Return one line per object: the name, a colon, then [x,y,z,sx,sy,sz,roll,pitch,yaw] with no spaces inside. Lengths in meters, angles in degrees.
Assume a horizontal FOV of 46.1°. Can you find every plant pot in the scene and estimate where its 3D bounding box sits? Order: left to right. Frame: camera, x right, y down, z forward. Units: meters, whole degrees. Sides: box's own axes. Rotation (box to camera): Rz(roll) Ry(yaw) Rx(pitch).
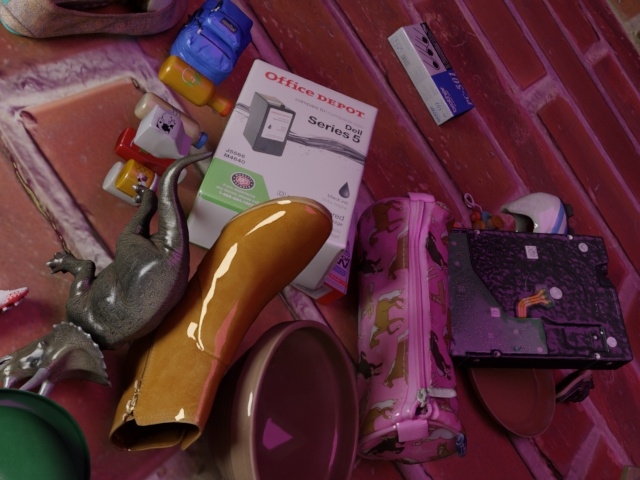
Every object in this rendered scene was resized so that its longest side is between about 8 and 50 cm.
plant pot: [-0.055,0.212,0.874,0.237,0.109,0.237,13,75,-58]
plant pot: [0.326,0.228,1.314,0.236,0.032,0.236,23,52,-33]

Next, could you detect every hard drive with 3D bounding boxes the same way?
hard drive: [0.338,0.099,1.270,0.339,0.064,0.237,3,62,-13]

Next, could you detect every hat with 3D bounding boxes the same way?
hat: [-0.239,0.226,0.628,0.208,0.183,0.173,27,73,-33]

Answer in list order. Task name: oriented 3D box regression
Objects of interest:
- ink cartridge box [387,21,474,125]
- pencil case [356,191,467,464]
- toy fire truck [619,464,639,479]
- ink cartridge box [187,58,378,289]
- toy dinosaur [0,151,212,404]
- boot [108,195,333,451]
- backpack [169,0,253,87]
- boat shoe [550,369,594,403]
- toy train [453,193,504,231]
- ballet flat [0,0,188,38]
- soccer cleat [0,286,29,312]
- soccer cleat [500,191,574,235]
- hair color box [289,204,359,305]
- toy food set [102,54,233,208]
ink cartridge box: [0.227,-0.343,1.537,0.097,0.046,0.207,-27,88,-47]
pencil case: [0.124,0.118,1.079,0.160,0.167,0.386,35,45,-39]
toy fire truck: [0.473,0.498,1.228,0.217,0.158,0.246,30,37,-27]
ink cartridge box: [-0.048,-0.097,1.040,0.198,0.115,0.273,21,51,-8]
toy dinosaur: [-0.197,0.045,0.791,0.121,0.313,0.160,42,12,-50]
boot: [-0.103,0.098,0.781,0.104,0.295,0.211,37,36,-28]
backpack: [-0.160,-0.290,1.097,0.098,0.101,0.120,36,50,-15]
boat shoe: [0.482,0.280,1.415,0.152,0.056,0.049,-16,74,-47]
toy train: [0.295,-0.024,1.418,0.125,0.046,0.166,49,43,-12]
ballet flat: [-0.274,-0.333,1.006,0.316,0.106,0.107,-33,92,-48]
soccer cleat: [-0.341,0.061,0.774,0.083,0.029,0.035,-31,94,-44]
soccer cleat: [0.407,0.076,1.419,0.143,0.116,0.331,-6,88,-16]
hair color box: [0.000,0.000,1.117,0.093,0.053,0.167,31,47,-26]
toy food set: [-0.191,-0.116,0.954,0.104,0.111,0.232,32,42,-27]
